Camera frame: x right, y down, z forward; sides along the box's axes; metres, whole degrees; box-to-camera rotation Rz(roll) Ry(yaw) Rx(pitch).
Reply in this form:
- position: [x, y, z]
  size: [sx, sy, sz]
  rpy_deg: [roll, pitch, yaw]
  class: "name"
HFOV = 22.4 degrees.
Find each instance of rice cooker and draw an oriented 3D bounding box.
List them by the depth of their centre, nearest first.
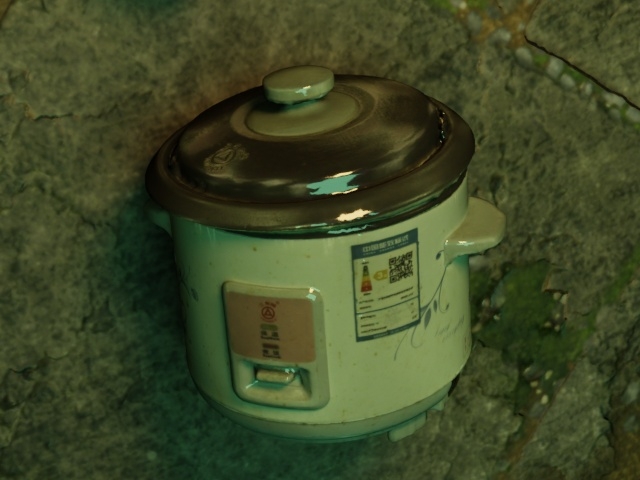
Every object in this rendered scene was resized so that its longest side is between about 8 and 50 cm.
- position: [0.000, 0.000, 1.322]
  size: [0.317, 0.264, 0.316]
  rpy_deg: [11, 121, 20]
  class: "rice cooker"
